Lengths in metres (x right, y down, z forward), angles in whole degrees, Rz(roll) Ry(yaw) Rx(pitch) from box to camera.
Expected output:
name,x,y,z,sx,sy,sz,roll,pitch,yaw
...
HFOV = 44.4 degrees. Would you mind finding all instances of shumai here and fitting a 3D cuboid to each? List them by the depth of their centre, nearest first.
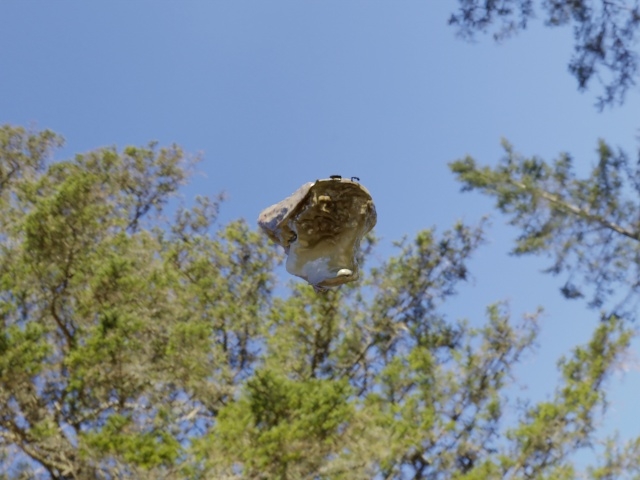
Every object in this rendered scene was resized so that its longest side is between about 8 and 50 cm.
name,x,y,z,sx,sy,sz,roll,pitch,yaw
shumai,0.003,0.001,0.928,0.146,0.116,0.145,-3,-31,-2
